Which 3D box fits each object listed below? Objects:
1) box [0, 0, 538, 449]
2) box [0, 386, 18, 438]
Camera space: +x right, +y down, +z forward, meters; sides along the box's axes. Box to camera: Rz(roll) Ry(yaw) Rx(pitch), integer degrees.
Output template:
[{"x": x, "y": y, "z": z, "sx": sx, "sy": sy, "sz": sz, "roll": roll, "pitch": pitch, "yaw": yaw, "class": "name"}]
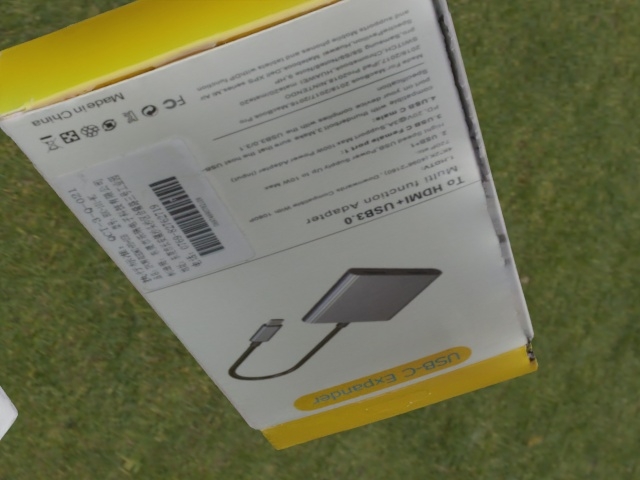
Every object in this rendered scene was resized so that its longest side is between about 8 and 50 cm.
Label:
[{"x": 0.000, "y": 0.000, "z": 0.404, "sx": 0.129, "sy": 0.033, "sz": 0.247, "roll": -18, "pitch": 144, "yaw": 6, "class": "box"}, {"x": -0.233, "y": -0.014, "z": 0.260, "sx": 0.116, "sy": 0.203, "sz": 0.274, "roll": -63, "pitch": 142, "yaw": -41, "class": "box"}]
